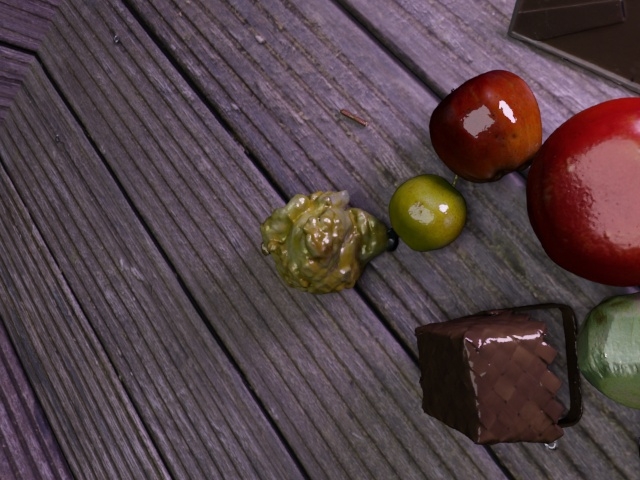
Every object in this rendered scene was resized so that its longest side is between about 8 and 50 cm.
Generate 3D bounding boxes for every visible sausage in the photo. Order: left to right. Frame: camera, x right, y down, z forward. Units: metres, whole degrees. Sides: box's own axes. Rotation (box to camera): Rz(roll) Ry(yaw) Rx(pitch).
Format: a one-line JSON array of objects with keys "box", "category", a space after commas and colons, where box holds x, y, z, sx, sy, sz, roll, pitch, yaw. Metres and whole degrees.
[{"box": [0.089, -0.325, 1.304, 0.100, 0.015, 0.015, 36, 108, 26], "category": "sausage"}]

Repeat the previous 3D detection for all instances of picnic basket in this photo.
[{"box": [0.379, 0.263, 0.998, 0.320, 0.291, 0.255, -3, 86, -12], "category": "picnic basket"}]

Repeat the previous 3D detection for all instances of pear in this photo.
[{"box": [0.261, -0.078, 1.131, 0.216, 0.166, 0.180, -43, 55, 1], "category": "pear"}]

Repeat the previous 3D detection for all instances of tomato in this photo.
[{"box": [0.530, -0.082, 0.890, 0.289, 0.293, 0.326, -18, 90, 18], "category": "tomato"}]

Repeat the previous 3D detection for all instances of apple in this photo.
[{"box": [0.345, -0.234, 1.039, 0.233, 0.234, 0.234, 0, 91, 31], "category": "apple"}]

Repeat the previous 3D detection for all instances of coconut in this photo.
[{"box": [0.591, 0.185, 0.896, 0.204, 0.236, 0.236, 25, 104, 10], "category": "coconut"}]

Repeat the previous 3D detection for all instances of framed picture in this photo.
[{"box": [0.530, -0.436, 0.932, 0.335, 0.247, 0.022, 38, 68, 25], "category": "framed picture"}]

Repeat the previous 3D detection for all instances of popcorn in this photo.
[{"box": [-0.006, -0.002, 1.233, 0.237, 0.292, 0.293, 32, 107, 46], "category": "popcorn"}]

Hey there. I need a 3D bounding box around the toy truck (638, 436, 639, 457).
[{"box": [0.651, 0.434, 0.908, 0.114, 0.124, 0.254, -1, 92, 32], "category": "toy truck"}]
